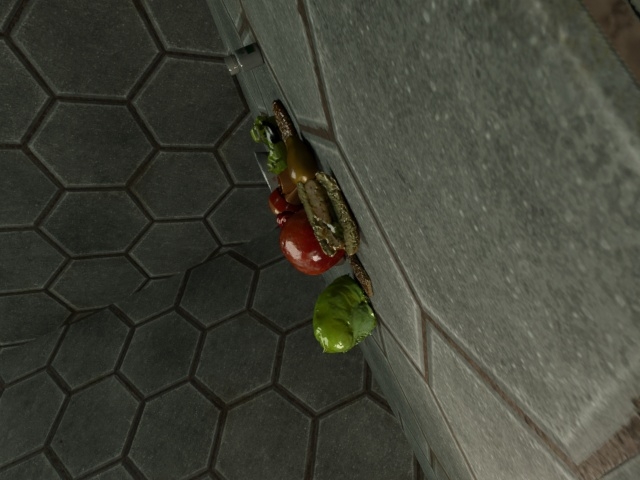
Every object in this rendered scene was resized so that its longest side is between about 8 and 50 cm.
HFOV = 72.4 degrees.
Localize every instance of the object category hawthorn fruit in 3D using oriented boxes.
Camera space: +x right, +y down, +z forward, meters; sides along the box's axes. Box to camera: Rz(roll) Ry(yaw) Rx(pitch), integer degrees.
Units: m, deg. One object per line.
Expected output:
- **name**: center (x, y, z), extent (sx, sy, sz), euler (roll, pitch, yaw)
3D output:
- **hawthorn fruit**: center (0.000, 0.000, 1.466), extent (0.272, 0.242, 0.241), euler (5, 122, 60)

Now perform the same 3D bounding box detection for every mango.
- **mango**: center (-0.069, -0.272, 1.488), extent (0.136, 0.099, 0.227), euler (64, -174, -48)

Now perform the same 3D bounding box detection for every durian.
- **durian**: center (0.091, 0.297, 1.771), extent (0.256, 0.340, 0.204), euler (37, 142, 24)

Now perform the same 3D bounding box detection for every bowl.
- **bowl**: center (-0.228, -0.360, 2.410), extent (0.345, 0.157, 0.345), euler (156, 90, -86)

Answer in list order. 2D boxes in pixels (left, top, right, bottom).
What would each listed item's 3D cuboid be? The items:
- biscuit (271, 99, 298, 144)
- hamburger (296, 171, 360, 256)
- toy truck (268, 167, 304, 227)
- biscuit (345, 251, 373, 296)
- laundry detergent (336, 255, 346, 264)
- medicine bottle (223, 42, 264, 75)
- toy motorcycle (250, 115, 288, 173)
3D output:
- **biscuit**: center (-0.125, -0.409, 1.736), extent (0.305, 0.038, 0.305), euler (155, 90, -85)
- **hamburger**: center (0.037, -0.070, 1.302), extent (0.262, 0.124, 0.131), euler (69, -166, 10)
- **toy truck**: center (-0.074, -0.167, 1.729), extent (0.265, 0.239, 0.189), euler (17, -155, -32)
- **biscuit**: center (0.125, 0.088, 1.594), extent (0.131, 0.026, 0.237), euler (75, 169, -55)
- **laundry detergent**: center (0.052, 0.012, 1.738), extent (0.237, 0.076, 0.171), euler (48, -151, -69)
- **medicine bottle**: center (-0.280, -0.659, 1.595), extent (0.080, 0.130, 0.080), euler (156, 90, -85)
- **toy motorcycle**: center (-0.193, -0.403, 1.975), extent (0.206, 0.142, 0.342), euler (28, 151, 48)
